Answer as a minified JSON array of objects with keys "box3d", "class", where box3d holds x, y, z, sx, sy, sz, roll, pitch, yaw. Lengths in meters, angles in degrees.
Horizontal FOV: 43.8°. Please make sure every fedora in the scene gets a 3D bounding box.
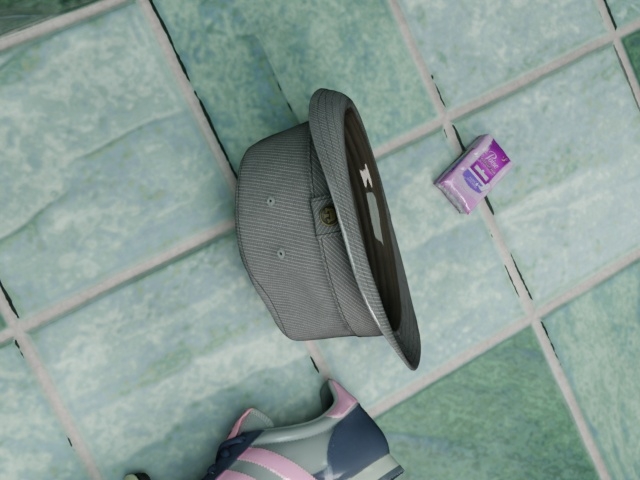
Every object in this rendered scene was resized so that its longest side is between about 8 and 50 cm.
[{"box3d":[0.000,0.000,0.758,0.124,0.244,0.275,-14,96,13],"class":"fedora"}]

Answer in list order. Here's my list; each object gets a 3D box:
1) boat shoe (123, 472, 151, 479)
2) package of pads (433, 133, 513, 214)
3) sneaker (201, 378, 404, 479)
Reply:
[{"box3d":[-0.157,0.286,0.775,0.042,0.049,0.133,-18,89,-42],"class":"boat shoe"},{"box3d":[0.171,-0.073,0.884,0.083,0.032,0.050,-45,104,-13],"class":"package of pads"},{"box3d":[-0.080,0.238,0.758,0.319,0.112,0.131,-17,66,-30],"class":"sneaker"}]
